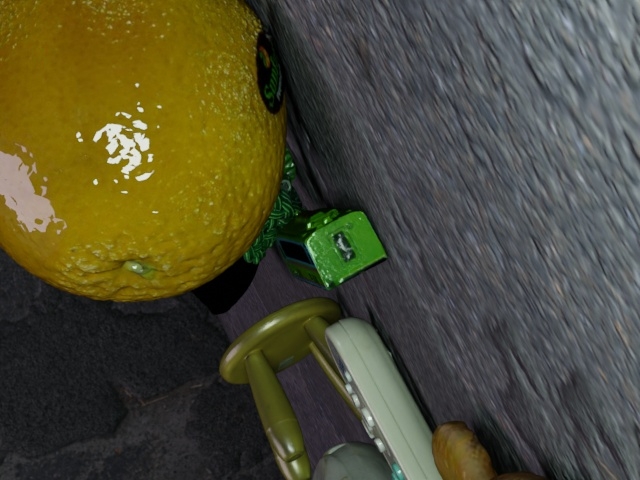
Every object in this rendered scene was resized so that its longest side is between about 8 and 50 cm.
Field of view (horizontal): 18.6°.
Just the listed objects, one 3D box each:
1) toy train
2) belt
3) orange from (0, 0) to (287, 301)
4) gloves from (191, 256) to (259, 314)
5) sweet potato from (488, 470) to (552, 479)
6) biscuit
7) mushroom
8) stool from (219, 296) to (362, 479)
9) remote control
[{"bbox_3d":[0.000,0.000,1.291,0.042,0.044,0.209,63,173,-5],"label":"toy train"},{"bbox_3d":[-0.067,-0.057,1.393,0.121,0.079,0.151,41,-173,-39],"label":"belt"},{"bbox_3d":[-0.127,-0.078,1.228,0.236,0.236,0.236,62,174,12],"label":"orange"},{"bbox_3d":[-0.129,-0.049,1.884,0.203,0.124,0.164,48,147,40],"label":"gloves"},{"bbox_3d":[0.116,0.142,0.950,0.050,0.050,0.214,64,168,-5],"label":"sweet potato"},{"bbox_3d":[0.130,0.215,1.134,0.203,0.041,0.260,72,171,-52],"label":"biscuit"},{"bbox_3d":[0.070,0.269,1.626,0.278,0.099,0.096,52,173,45],"label":"mushroom"},{"bbox_3d":[-0.009,0.119,1.558,0.135,0.134,0.110,-9,-122,-49],"label":"stool"},{"bbox_3d":[0.067,0.152,1.394,0.221,0.042,0.078,60,172,16],"label":"remote control"}]
